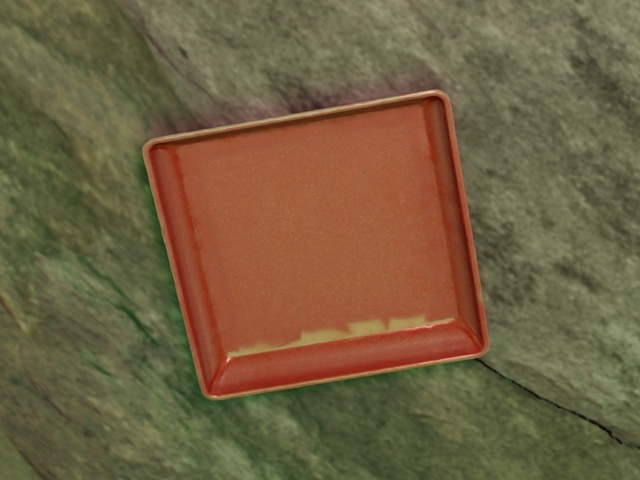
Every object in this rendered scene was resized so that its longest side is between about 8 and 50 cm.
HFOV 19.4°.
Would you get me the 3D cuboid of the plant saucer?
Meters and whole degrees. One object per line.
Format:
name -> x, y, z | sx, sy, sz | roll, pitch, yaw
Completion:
plant saucer -> 0.000, 0.000, 1.609 | 0.259, 0.048, 0.258 | -10, 116, 3
